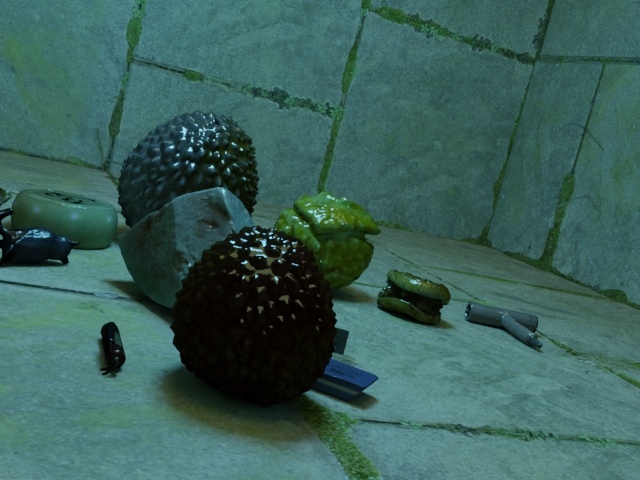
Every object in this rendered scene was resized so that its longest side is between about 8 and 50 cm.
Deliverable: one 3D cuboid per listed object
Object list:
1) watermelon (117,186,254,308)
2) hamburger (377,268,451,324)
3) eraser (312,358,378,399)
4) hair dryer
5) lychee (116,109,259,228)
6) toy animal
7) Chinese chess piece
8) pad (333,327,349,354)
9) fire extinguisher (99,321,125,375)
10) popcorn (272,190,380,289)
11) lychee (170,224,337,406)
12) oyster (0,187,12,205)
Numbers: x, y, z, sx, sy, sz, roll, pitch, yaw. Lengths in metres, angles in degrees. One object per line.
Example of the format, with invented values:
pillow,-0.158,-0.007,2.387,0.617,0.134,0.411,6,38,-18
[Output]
watermelon,-0.223,0.016,1.577,0.387,0.258,0.228,26,16,41
hamburger,0.237,0.136,2.045,0.177,0.113,0.185,11,9,-9
eraser,-0.019,0.215,1.345,0.225,0.036,0.082,17,11,20
hair dryer,0.494,0.233,2.089,0.195,0.053,0.220,12,15,-6
lychee,-0.340,-0.147,2.120,0.380,0.432,0.380,22,41,-21
toy animal,-0.589,0.008,1.623,0.210,0.121,0.117,16,25,-33
Chinese chess piece,-0.623,-0.056,1.955,0.250,0.101,0.250,13,7,-2
pad,-0.008,0.192,1.639,0.127,0.004,0.190,14,8,3
fire extinguisher,-0.316,0.156,1.218,0.035,0.049,0.173,19,6,-22
popcorn,-0.001,0.002,2.064,0.282,0.282,0.247,6,24,-44
lychee,-0.095,0.106,1.211,0.267,0.267,0.267,14,8,-2
oyster,-0.843,-0.078,1.719,0.166,0.110,0.341,14,9,40
